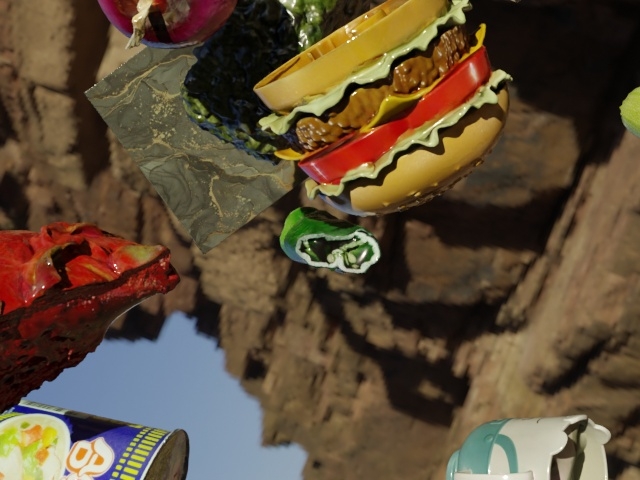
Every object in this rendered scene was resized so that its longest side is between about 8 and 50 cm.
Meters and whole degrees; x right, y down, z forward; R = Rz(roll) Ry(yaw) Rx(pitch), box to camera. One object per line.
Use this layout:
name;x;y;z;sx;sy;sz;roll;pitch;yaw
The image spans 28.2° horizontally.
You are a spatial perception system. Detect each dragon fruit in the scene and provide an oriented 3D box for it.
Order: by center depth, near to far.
dragon fruit;-0.383;0.023;1.705;0.329;0.286;0.228;-28;-34;-7

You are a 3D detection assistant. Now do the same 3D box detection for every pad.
pad;-0.188;-0.177;2.104;0.248;0.007;0.367;-37;-58;-6

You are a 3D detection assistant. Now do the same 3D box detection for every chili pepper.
chili pepper;0.000;0.000;2.159;0.270;0.136;0.099;-145;42;-74

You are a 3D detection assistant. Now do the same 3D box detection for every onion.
onion;-0.182;-0.309;1.492;0.153;0.177;0.177;-62;-9;-77

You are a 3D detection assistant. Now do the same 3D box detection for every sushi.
sushi;-0.053;-0.302;1.800;0.352;0.178;0.294;-61;-4;-38

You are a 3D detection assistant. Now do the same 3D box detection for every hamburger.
hamburger;0.082;-0.144;1.427;0.274;0.212;0.274;-31;12;7

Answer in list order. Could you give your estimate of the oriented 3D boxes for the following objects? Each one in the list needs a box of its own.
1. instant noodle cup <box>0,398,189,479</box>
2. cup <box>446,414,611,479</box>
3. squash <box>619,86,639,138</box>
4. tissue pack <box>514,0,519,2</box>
instant noodle cup;-0.397;0.373;1.969;0.284;0.312;0.284;17;-90;-79
cup;0.378;0.442;2.385;0.290;0.258;0.219;0;-97;-49
squash;0.438;-0.117;1.429;0.069;0.239;0.069;-27;-49;-36
tissue pack;0.317;-0.542;1.625;0.375;0.195;0.390;-40;44;34
